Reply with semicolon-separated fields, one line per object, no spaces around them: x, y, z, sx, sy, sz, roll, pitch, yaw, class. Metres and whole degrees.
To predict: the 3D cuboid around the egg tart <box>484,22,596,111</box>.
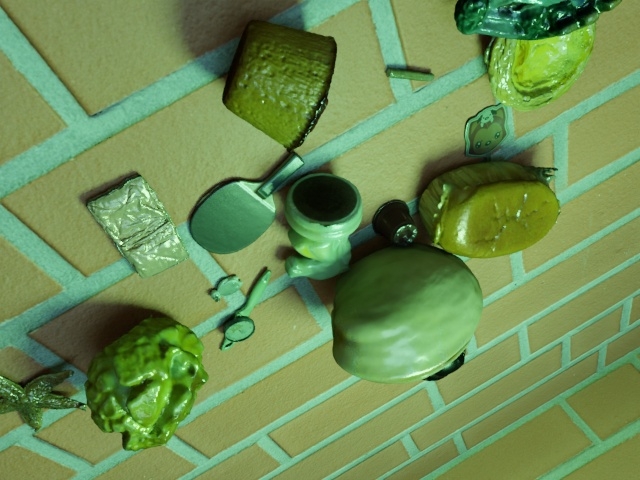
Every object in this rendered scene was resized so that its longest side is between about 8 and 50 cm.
0.476;-0.426;1.066;0.279;0.095;0.278;-11;125;-16;egg tart

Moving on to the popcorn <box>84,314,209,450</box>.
-0.385;0.311;1.101;0.247;0.282;0.282;42;103;-6;popcorn

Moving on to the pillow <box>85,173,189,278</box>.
-0.367;-0.019;0.995;0.126;0.043;0.232;-28;131;-11;pillow

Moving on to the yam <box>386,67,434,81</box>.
0.193;-0.352;1.026;0.116;0.021;0.021;-3;127;-23;yam

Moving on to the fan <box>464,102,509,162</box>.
0.429;-0.243;1.238;0.132;0.009;0.219;-25;132;-6;fan

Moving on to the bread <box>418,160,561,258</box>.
0.449;-0.075;1.259;0.389;0.183;0.235;-9;131;-17;bread

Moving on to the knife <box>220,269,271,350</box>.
-0.197;0.186;1.255;0.043;0.019;0.293;10;122;-34;knife

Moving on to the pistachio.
0.203;0.175;1.222;0.446;0.365;0.281;-36;140;-32;pistachio

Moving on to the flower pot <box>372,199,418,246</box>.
0.199;-0.034;1.232;0.111;0.089;0.111;-14;130;-17;flower pot

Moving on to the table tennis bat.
-0.157;-0.082;1.061;0.301;0.022;0.173;-42;132;10;table tennis bat

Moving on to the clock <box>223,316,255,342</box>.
-0.212;0.234;1.263;0.085;0.017;0.085;-14;134;-16;clock

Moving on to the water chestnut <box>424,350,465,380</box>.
0.301;0.290;1.441;0.245;0.288;0.289;-12;140;27;water chestnut

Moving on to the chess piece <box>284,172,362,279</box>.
0.000;0.000;1.138;0.176;0.175;0.298;-16;143;-15;chess piece

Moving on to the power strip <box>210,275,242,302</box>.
-0.229;0.121;1.178;0.083;0.035;0.055;-33;133;-3;power strip

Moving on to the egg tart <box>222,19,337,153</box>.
-0.071;-0.273;0.845;0.171;0.215;0.215;16;117;-20;egg tart

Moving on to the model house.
0.436;-0.479;0.790;0.295;0.329;0.251;3;103;-12;model house

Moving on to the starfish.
-0.675;0.360;1.136;0.232;0.048;0.295;-14;129;-4;starfish
